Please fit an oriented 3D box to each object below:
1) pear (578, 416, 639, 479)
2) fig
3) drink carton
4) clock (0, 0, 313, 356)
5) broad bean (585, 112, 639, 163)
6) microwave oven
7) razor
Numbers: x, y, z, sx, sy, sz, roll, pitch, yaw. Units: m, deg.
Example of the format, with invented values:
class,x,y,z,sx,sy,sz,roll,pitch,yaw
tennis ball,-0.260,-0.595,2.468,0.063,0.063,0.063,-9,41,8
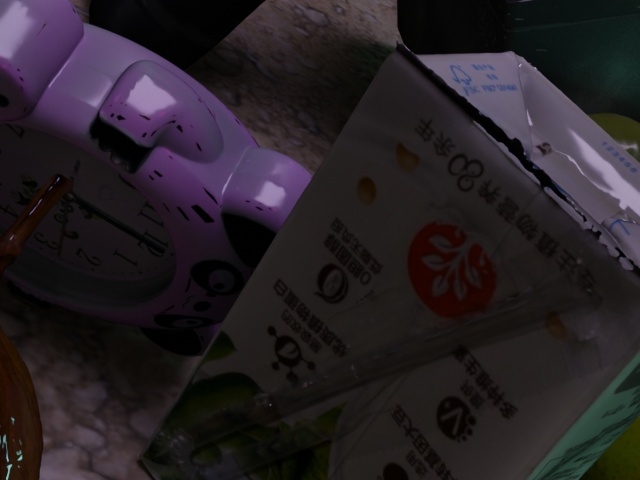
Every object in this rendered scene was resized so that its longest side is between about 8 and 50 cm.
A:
class,x,y,z,sx,sy,sz,roll,pitch,yaw
pear,0.267,0.166,0.915,0.220,0.187,0.187,12,33,-7
fig,-0.181,0.063,0.620,0.146,0.201,0.134,45,23,10
drink carton,0.057,0.072,0.695,0.132,0.324,0.194,-9,50,-50
clock,-0.140,-0.034,0.769,0.248,0.227,0.090,31,52,-10
broad bean,0.220,0.013,1.022,0.238,0.291,0.119,66,-15,-9
microwave oven,0.226,-0.224,1.225,0.236,0.374,0.432,-8,44,-5
razor,-0.053,-0.292,1.126,0.113,0.349,0.204,47,17,-33
